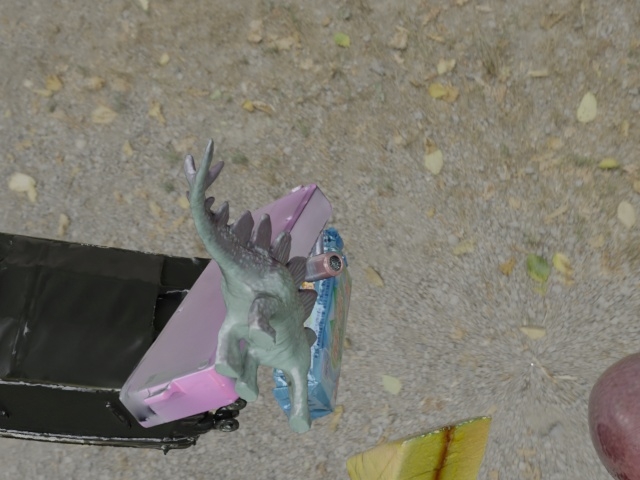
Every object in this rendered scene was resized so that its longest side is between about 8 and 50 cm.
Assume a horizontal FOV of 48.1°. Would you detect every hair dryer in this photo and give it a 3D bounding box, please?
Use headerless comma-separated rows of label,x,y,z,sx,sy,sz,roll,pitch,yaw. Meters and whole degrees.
hair dryer,0.000,0.000,1.030,0.063,0.037,0.114,-19,68,49

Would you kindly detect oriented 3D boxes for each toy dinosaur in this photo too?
toy dinosaur,-0.032,0.024,0.356,0.039,0.209,0.082,-2,50,12

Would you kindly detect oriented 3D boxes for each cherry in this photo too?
cherry,0.471,0.257,0.921,0.206,0.239,0.239,-35,73,-4

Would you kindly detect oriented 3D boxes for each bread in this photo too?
bread,0.150,0.322,1.134,0.167,0.264,0.163,-10,39,-19

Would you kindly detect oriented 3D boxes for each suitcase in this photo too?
suitcase,-0.328,0.140,1.034,0.433,0.194,0.283,9,44,-14

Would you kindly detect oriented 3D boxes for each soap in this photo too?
soap,-0.006,0.130,1.120,0.077,0.156,0.293,2,63,14

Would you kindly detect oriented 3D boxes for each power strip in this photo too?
power strip,-0.070,0.045,0.615,0.109,0.279,0.037,-23,114,32
